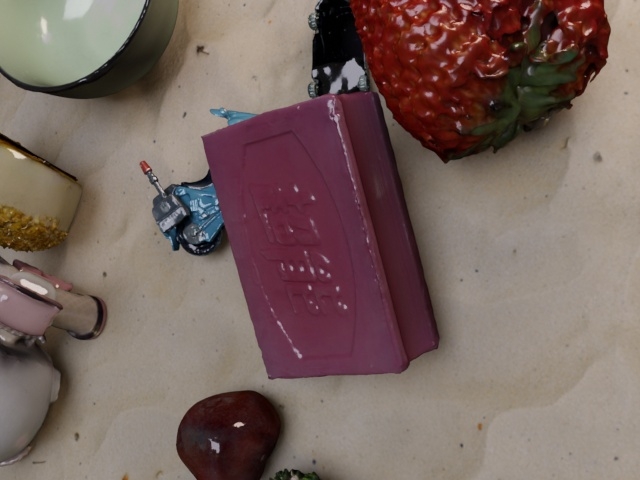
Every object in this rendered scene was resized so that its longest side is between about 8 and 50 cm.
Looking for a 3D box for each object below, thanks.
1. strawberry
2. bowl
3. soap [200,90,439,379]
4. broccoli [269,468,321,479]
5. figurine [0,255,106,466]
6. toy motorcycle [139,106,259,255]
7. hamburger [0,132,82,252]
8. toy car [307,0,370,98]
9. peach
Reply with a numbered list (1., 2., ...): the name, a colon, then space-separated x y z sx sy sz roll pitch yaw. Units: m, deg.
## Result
1. strawberry: 0.188 -0.288 0.931 0.312 0.267 0.351 -31 61 -7
2. bowl: -0.379 -0.392 1.200 0.354 0.185 0.353 -3 81 22
3. soap: 0.000 0.000 0.952 0.233 0.128 0.359 -11 97 36
4. broccoli: -0.039 0.413 0.954 0.227 0.176 0.197 17 91 9
5. figurine: -0.546 0.199 1.147 0.253 0.211 0.361 31 97 -3
6. toy motorcycle: -0.154 -0.102 1.106 0.272 0.124 0.182 -36 81 13
7. hamburger: -0.548 -0.084 1.181 0.294 0.276 0.179 26 85 37
8. toy car: 0.032 -0.291 1.090 0.096 0.056 0.204 -4 77 21
9. peach: -0.132 0.296 1.024 0.152 0.152 0.151 -3 81 21
